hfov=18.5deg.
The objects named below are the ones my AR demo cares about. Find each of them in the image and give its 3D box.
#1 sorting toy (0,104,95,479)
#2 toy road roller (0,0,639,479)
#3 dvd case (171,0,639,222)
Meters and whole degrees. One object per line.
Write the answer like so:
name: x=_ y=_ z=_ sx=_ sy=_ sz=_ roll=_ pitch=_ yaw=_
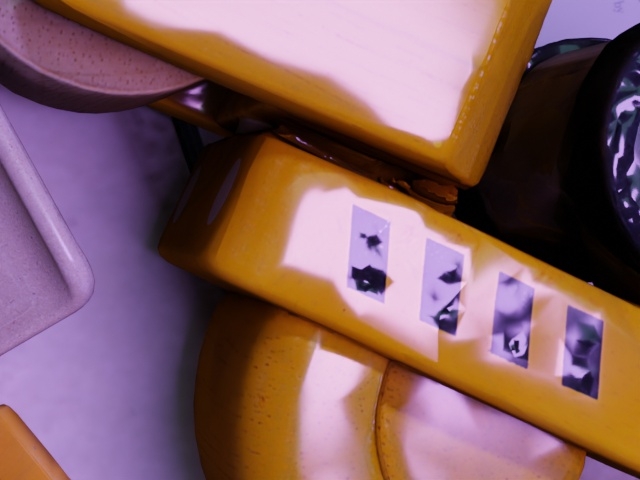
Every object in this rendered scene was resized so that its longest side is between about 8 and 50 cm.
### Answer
sorting toy: x=-0.184 y=-0.018 z=0.664 sx=0.196 sy=0.047 sz=0.347 roll=-30 pitch=88 yaw=21
toy road roller: x=0.000 y=0.000 z=0.660 sx=0.329 sy=0.202 sz=0.240 roll=25 pitch=86 yaw=-10
dvd case: x=0.061 y=-0.075 z=0.800 sx=0.253 sy=0.022 sz=0.180 roll=-17 pitch=84 yaw=-17
